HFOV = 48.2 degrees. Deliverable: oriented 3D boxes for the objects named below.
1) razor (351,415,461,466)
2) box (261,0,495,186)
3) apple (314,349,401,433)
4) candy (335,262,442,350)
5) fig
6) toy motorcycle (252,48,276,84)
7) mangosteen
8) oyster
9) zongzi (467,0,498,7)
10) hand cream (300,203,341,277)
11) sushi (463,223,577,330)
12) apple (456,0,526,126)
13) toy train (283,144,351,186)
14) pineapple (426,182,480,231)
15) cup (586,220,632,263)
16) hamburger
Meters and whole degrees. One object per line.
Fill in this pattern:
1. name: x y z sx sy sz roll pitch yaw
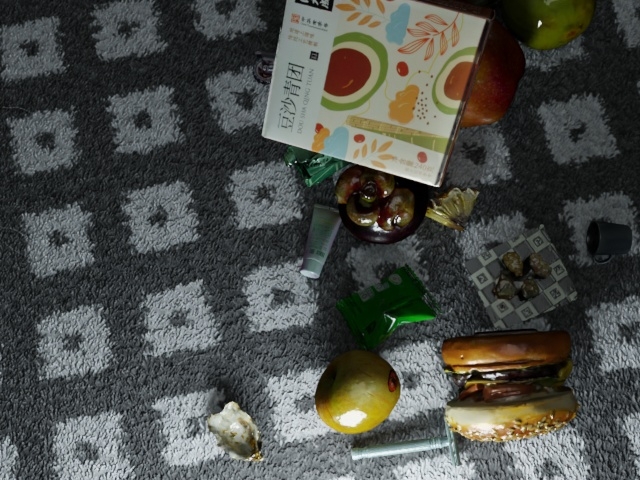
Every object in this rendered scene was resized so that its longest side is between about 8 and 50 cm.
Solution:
1. razor: 0.183 0.450 1.566 0.232 0.068 0.106 -9 78 7
2. box: 0.107 -0.327 1.423 0.386 0.122 0.344 17 120 7
3. apple: 0.082 0.325 1.531 0.155 0.182 0.182 32 81 -22
4. candy: 0.152 0.152 1.610 0.203 0.078 0.141 -28 80 -8
5. fig: 0.515 -0.553 1.667 0.230 0.207 0.207 38 83 26
6. toy motorcycle: -0.057 -0.439 1.726 0.216 0.080 0.122 -1 82 1
7. mangosteen: 0.127 -0.094 1.567 0.212 0.250 0.211 0 91 21
8. oyster: -0.179 0.431 1.581 0.103 0.051 0.148 -37 70 6
9. zongzi: 0.316 -0.638 1.656 0.251 0.274 0.125 -32 49 -9
10. hand cream: 0.000 0.000 1.663 0.076 0.047 0.174 15 72 5
11. sushi: 0.460 0.084 1.626 0.210 0.040 0.192 -24 79 -2
12. apple: 0.285 -0.391 1.585 0.317 0.288 0.288 15 78 -29
13. toy train: 0.043 -0.226 1.643 0.270 0.154 0.115 -30 77 -3
14. pineapple: 0.311 -0.074 1.648 0.137 0.069 0.116 -21 79 -3
15. cup: 0.653 0.007 1.623 0.077 0.078 0.100 4 113 -1
16. hamburger: 0.387 0.297 1.479 0.291 0.291 0.225 -7 83 1
